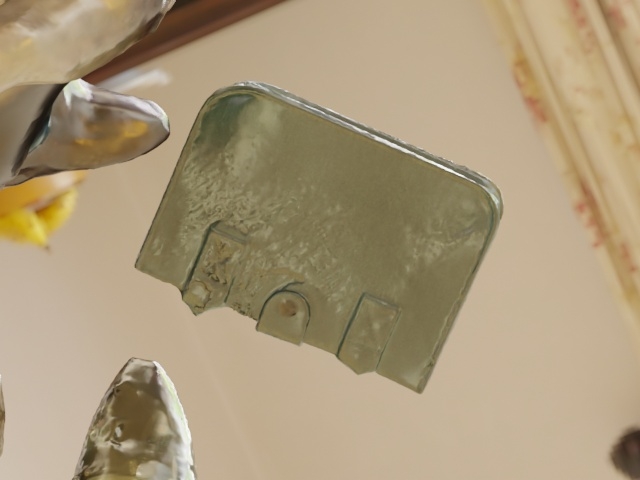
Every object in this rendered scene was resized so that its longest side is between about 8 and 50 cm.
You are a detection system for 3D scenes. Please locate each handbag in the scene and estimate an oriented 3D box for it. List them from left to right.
[{"bbox_3d":[0.000,0.000,1.191,0.062,0.229,0.179,-57,172,-81],"label":"handbag"}]

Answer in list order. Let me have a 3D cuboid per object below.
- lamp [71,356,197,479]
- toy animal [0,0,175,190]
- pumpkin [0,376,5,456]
[{"bbox_3d":[-0.143,0.197,1.284,0.101,0.101,0.250,-19,-134,25],"label":"lamp"},{"bbox_3d":[-0.190,-0.123,1.014,0.302,0.194,0.344,-37,175,-39],"label":"toy animal"},{"bbox_3d":[-0.401,0.124,1.325,0.256,0.303,0.225,5,-167,35],"label":"pumpkin"}]
